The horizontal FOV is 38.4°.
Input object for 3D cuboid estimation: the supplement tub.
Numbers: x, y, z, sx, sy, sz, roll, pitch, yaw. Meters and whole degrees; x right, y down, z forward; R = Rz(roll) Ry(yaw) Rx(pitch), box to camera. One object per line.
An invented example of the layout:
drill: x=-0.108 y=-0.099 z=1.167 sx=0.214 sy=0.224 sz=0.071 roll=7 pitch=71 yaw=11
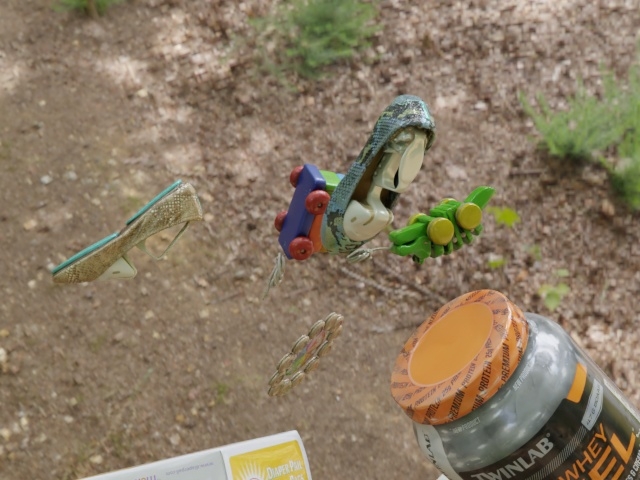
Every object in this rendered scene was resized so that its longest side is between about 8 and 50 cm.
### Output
supplement tub: x=0.230 y=0.208 z=0.954 sx=0.194 sy=0.316 sz=0.193 roll=-40 pitch=20 yaw=17

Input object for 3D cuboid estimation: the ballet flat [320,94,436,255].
ballet flat: x=0.056 y=-0.052 z=0.900 sx=0.070 sy=0.188 sz=0.070 roll=20 pitch=26 yaw=-10

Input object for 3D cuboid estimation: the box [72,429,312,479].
box: x=-0.112 y=0.194 z=0.579 sx=0.203 sy=0.114 sz=0.103 roll=-17 pitch=79 yaw=19

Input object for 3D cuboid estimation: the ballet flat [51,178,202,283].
ballet flat: x=-0.232 y=0.007 z=1.134 sx=0.206 sy=0.067 sz=0.073 roll=-36 pitch=9 yaw=-5

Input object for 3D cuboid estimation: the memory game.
memory game: x=-0.023 y=0.195 z=1.553 sx=0.012 sy=0.186 sz=0.186 roll=39 pitch=64 yaw=19

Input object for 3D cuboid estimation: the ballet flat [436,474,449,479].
ballet flat: x=0.218 y=0.395 z=1.293 sx=0.116 sy=0.342 sz=0.124 roll=-36 pitch=46 yaw=-18

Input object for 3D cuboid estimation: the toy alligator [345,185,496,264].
toy alligator: x=0.116 y=0.000 z=0.992 sx=0.190 sy=0.051 sz=0.056 roll=-27 pitch=18 yaw=-17

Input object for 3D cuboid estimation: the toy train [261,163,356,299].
toy train: x=0.000 y=0.000 z=1.541 sx=0.144 sy=0.248 sz=0.105 roll=7 pitch=29 yaw=-25
